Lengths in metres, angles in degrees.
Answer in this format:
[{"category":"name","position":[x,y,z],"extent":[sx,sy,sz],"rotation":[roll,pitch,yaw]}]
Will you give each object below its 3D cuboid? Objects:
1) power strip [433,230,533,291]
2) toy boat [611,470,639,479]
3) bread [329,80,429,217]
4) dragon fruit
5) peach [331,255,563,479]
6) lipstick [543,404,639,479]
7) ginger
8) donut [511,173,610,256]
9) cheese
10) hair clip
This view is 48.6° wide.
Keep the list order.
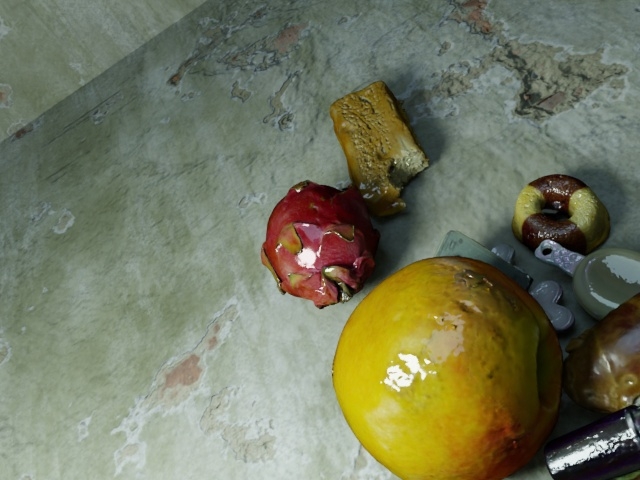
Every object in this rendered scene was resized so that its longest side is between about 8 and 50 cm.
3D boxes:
[{"category":"power strip","position":[0.243,0.100,1.242],"extent":[0.213,0.064,0.199],"rotation":[35,110,45]},{"category":"toy boat","position":[0.465,0.332,0.935],"extent":[0.292,0.099,0.109],"rotation":[-36,41,11]},{"category":"bread","position":[0.140,-0.213,1.626],"extent":[0.185,0.109,0.381],"rotation":[-20,46,6]},{"category":"dragon fruit","position":[0.000,-0.002,1.446],"extent":[0.250,0.250,0.315],"rotation":[-15,30,22]},{"category":"peach","position":[0.177,0.200,1.081],"extent":[0.372,0.373,0.289],"rotation":[8,27,38]},{"category":"lipstick","position":[0.432,0.247,0.920],"extent":[0.299,0.081,0.081],"rotation":[-36,37,33]},{"category":"ginger","position":[0.551,0.143,0.988],"extent":[0.418,0.176,0.254],"rotation":[-27,38,3]},{"category":"donut","position":[0.437,-0.049,1.308],"extent":[0.166,0.073,0.184],"rotation":[-28,44,6]},{"category":"cheese","position":[0.463,0.059,1.181],"extent":[0.227,0.064,0.137],"rotation":[31,71,38]},{"category":"hair clip","position":[0.332,0.094,1.255],"extent":[0.146,0.075,0.257],"rotation":[-41,49,-2]}]
